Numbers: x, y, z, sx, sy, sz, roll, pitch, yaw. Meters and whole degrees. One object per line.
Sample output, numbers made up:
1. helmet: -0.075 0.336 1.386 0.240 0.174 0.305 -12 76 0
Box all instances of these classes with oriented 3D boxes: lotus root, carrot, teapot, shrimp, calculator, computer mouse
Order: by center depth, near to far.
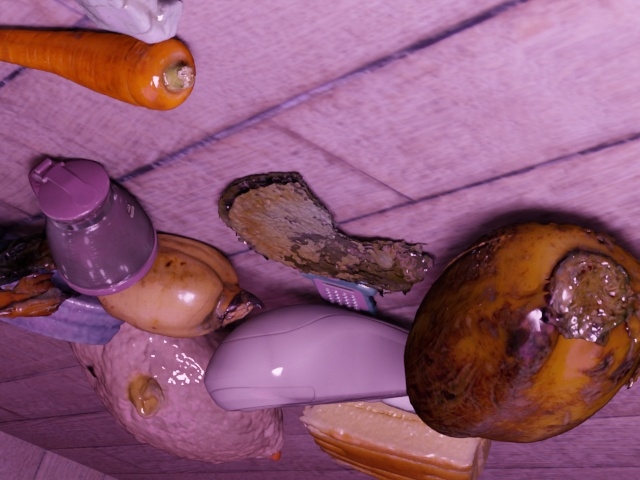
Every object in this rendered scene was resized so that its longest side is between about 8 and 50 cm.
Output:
1. carrot: -0.204 -0.153 1.196 0.256 0.061 0.061 12 160 32
2. lotus root: 0.188 0.100 1.327 0.195 0.179 0.397 23 159 -6
3. teapot: -0.250 -0.031 1.520 0.116 0.148 0.146 -20 142 -1
4. calculator: 0.023 0.051 1.585 0.094 0.019 0.141 15 161 17
5. lotus root: -0.164 0.056 1.612 0.220 0.125 0.118 14 131 10
6. shrimp: -0.351 0.040 1.615 0.222 0.054 0.290 7 -161 35
7. computer mouse: 0.003 0.134 1.631 0.296 0.121 0.184 -2 169 -33

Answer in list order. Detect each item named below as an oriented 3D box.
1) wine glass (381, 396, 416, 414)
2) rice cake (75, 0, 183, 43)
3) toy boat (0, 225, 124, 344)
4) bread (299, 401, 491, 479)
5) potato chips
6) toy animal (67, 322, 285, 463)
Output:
1. wine glass: 0.073 0.173 1.797 0.262 0.074 0.074 21 160 -13
2. rice cake: -0.188 -0.239 0.943 0.066 0.063 0.336 19 164 30
3. toy boat: -0.373 0.052 1.774 0.282 0.078 0.127 23 -161 6
4. bread: 0.110 0.274 1.962 0.246 0.111 0.239 15 159 12
5. potato chips: 0.001 -0.004 1.440 0.219 0.029 0.202 28 152 -13
6. toy animal: -0.181 0.192 1.882 0.358 0.188 0.226 33 160 -18
